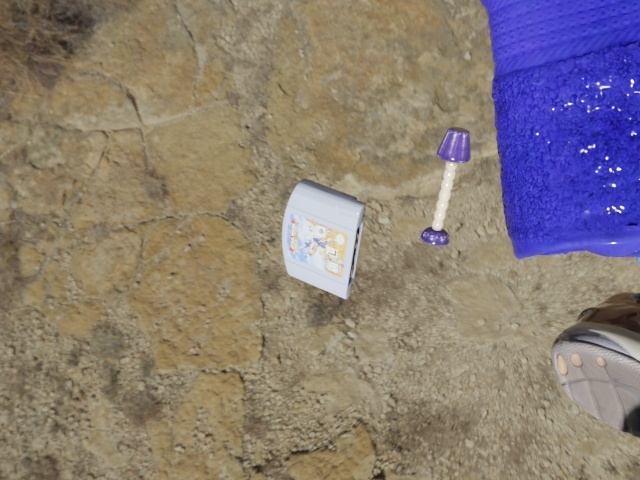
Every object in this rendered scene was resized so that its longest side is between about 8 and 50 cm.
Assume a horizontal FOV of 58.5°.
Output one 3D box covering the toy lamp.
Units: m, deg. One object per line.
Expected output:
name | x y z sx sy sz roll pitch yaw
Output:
toy lamp | 0.292 -0.123 1.323 0.080 0.080 0.275 15 116 19

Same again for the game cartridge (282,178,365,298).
game cartridge | 0.000 0.000 1.410 0.198 0.062 0.297 19 131 15

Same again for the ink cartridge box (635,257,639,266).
ink cartridge box | 0.651 0.082 1.004 0.104 0.061 0.181 -14 58 7

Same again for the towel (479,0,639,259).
towel | 0.194 -0.147 0.283 0.227 0.076 0.308 -9 93 12

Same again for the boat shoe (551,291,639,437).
boat shoe | 0.347 0.120 0.423 0.324 0.123 0.116 26 53 36
